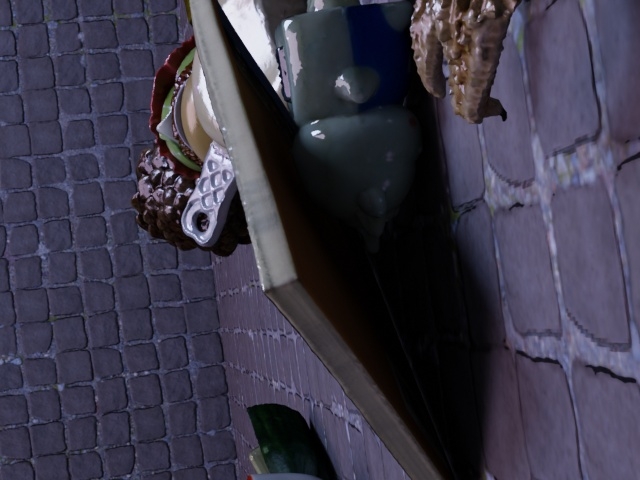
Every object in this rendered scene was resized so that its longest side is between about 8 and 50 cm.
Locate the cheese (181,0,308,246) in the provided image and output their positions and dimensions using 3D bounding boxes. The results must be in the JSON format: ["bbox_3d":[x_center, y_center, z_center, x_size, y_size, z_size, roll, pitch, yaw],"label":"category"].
[{"bbox_3d":[-0.079,-0.127,1.076,0.249,0.071,0.163,-49,57,27],"label":"cheese"}]

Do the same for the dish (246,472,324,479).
[{"bbox_3d":[-0.001,0.353,1.147,0.256,0.117,0.256,173,90,-81],"label":"dish"}]

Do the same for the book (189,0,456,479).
[{"bbox_3d":[0.000,0.000,0.826,0.262,0.028,0.374,55,-170,-37],"label":"book"}]

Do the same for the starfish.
[{"bbox_3d":[0.072,-0.211,0.468,0.299,0.060,0.302,92,177,-72],"label":"starfish"}]

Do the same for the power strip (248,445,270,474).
[{"bbox_3d":[-0.043,0.341,1.476,0.169,0.028,0.076,59,176,7],"label":"power strip"}]

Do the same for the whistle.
[{"bbox_3d":[0.018,-0.111,0.759,0.110,0.092,0.244,-146,47,-84],"label":"whistle"}]

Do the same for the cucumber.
[{"bbox_3d":[-0.027,0.271,1.384,0.115,0.063,0.244,60,178,-18],"label":"cucumber"}]

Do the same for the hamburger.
[{"bbox_3d":[-0.088,-0.135,1.194,0.137,0.175,0.175,-159,61,-65],"label":"hamburger"}]

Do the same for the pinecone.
[{"bbox_3d":[-0.139,-0.085,1.450,0.204,0.184,0.179,-95,23,-45],"label":"pinecone"}]

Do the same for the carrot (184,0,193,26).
[{"bbox_3d":[-0.148,-0.430,1.472,0.114,0.114,0.301,145,114,-79],"label":"carrot"}]
